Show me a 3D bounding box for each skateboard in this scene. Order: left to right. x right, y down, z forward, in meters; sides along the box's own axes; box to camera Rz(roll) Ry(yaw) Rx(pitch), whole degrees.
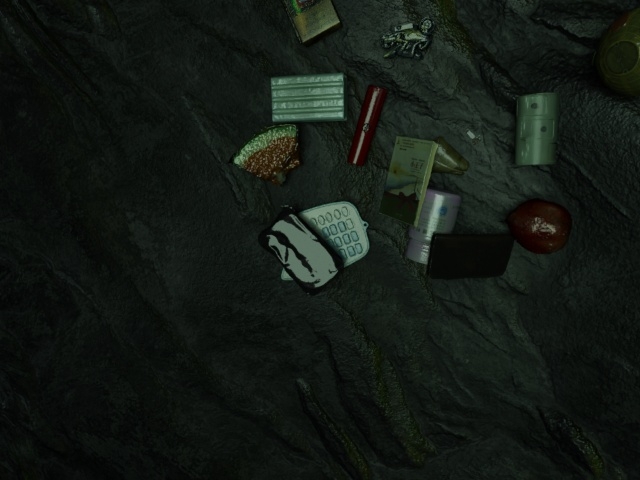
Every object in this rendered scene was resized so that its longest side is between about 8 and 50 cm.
[{"bbox_3d":[0.510,-0.352,1.575,0.032,0.083,0.063,-41,88,18],"label":"skateboard"}]

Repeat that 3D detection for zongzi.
[{"bbox_3d":[0.406,-0.249,1.629,0.160,0.078,0.176,43,117,3],"label":"zongzi"}]

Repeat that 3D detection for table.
[{"bbox_3d":[0.693,-0.355,1.508,0.127,0.126,0.219,1,101,14],"label":"table"}]

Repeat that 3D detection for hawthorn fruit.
[{"bbox_3d":[0.694,-0.050,1.540,0.235,0.181,0.181,11,103,12],"label":"hawthorn fruit"}]

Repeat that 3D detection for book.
[{"bbox_3d":[0.297,-0.207,1.620,0.026,0.201,0.289,3,105,-31],"label":"book"}]

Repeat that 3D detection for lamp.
[{"bbox_3d":[0.955,-0.550,1.362,0.285,0.250,0.249,-17,97,-25],"label":"lamp"}]

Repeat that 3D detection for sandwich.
[{"bbox_3d":[-0.171,-0.326,1.742,0.212,0.109,0.292,45,112,-6],"label":"sandwich"}]

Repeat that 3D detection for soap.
[{"bbox_3d":[-0.039,-0.506,1.681,0.266,0.087,0.159,1,100,13],"label":"soap"}]

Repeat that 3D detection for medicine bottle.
[{"bbox_3d":[0.386,-0.051,1.627,0.152,0.152,0.254,14,102,11],"label":"medicine bottle"}]

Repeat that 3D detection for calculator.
[{"bbox_3d":[0.000,0.000,1.784,0.387,0.054,0.255,-19,95,15],"label":"calculator"}]

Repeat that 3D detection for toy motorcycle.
[{"bbox_3d":[0.299,-0.665,1.583,0.194,0.061,0.124,-15,99,14],"label":"toy motorcycle"}]

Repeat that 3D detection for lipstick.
[{"bbox_3d":[0.162,-0.404,1.660,0.073,0.073,0.279,18,103,10],"label":"lipstick"}]

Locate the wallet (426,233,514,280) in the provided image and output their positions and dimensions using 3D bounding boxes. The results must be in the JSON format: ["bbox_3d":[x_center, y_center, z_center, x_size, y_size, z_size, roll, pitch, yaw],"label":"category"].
[{"bbox_3d":[0.508,0.052,1.597,0.310,0.042,0.165,-1,114,-16],"label":"wallet"}]

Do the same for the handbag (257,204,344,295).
[{"bbox_3d":[-0.077,0.036,1.741,0.192,0.075,0.332,-44,87,15],"label":"handbag"}]

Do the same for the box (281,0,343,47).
[{"bbox_3d":[-0.041,-0.822,1.632,0.160,0.071,0.239,-24,93,19],"label":"box"}]
